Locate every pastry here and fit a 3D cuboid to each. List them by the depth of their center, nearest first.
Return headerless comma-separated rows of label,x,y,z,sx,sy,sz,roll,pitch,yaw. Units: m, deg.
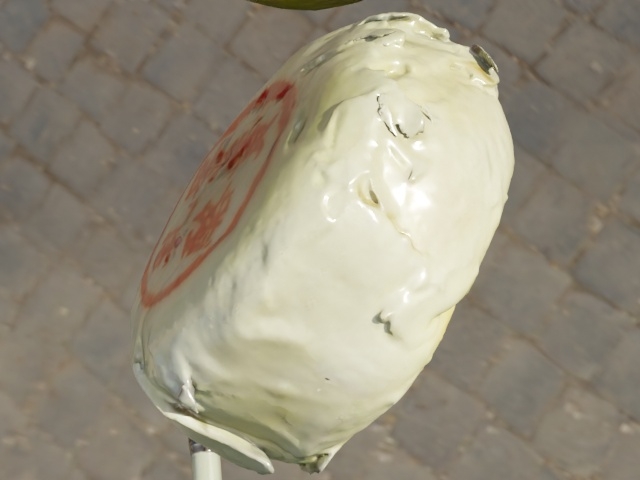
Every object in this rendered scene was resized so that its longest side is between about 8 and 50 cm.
pastry,0.001,-0.002,1.037,0.265,0.133,0.265,-48,18,21

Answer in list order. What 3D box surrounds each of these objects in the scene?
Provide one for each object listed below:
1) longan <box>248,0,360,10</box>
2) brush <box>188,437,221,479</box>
longan,0.005,-0.157,0.628,0.145,0.176,0.155,62,148,6
brush,-0.085,0.172,1.394,0.042,0.039,0.299,-21,66,40
